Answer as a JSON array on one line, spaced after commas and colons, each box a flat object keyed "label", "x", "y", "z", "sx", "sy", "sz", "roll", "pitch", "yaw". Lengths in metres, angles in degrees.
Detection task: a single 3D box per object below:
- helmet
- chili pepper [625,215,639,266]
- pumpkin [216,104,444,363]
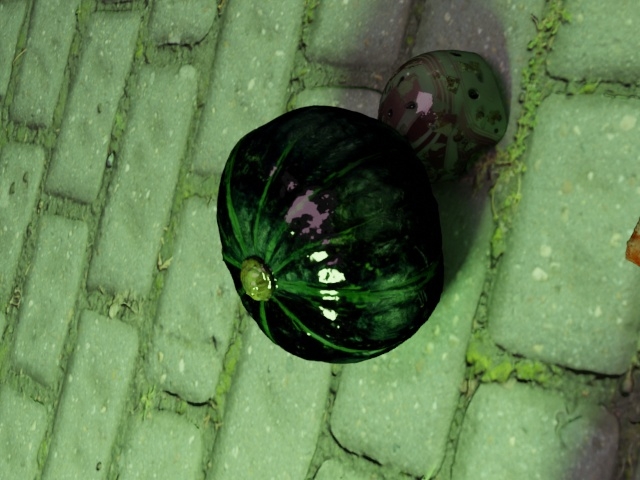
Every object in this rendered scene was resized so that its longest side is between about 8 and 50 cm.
[{"label": "helmet", "x": 0.129, "y": -0.157, "z": 1.397, "sx": 0.177, "sy": 0.107, "sz": 0.153, "roll": -41, "pitch": 55, "yaw": 31}, {"label": "chili pepper", "x": 0.381, "y": 0.010, "z": 1.098, "sx": 0.192, "sy": 0.084, "sz": 0.086, "roll": 30, "pitch": 134, "yaw": 49}, {"label": "pumpkin", "x": 0.000, "y": 0.000, "z": 1.358, "sx": 0.315, "sy": 0.238, "sz": 0.315, "roll": 27, "pitch": 127, "yaw": 42}]
